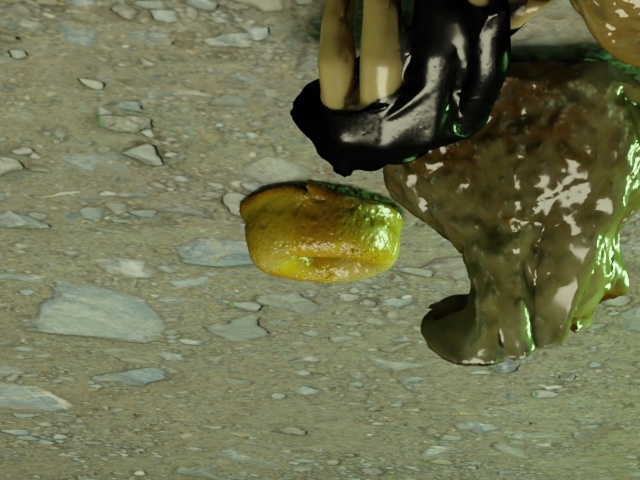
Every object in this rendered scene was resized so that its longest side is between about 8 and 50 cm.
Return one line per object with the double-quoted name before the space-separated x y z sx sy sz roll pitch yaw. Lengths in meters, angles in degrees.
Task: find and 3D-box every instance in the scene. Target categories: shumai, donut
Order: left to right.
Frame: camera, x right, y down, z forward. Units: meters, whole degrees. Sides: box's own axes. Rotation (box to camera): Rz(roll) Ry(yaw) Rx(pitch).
"donut" 0.001 0.000 2.024 0.190 0.074 0.174 16 156 -33
"shumai" 0.191 -0.016 1.694 0.267 0.262 0.314 13 156 -27

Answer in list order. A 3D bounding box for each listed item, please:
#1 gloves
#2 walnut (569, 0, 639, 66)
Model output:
"gloves" 0.089 -0.159 1.512 0.197 0.152 0.301 -19 152 -21
"walnut" 0.254 -0.204 1.340 0.167 0.149 0.166 27 173 4
